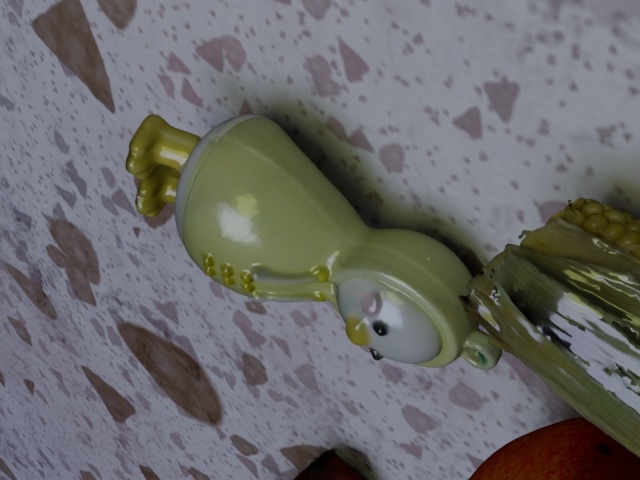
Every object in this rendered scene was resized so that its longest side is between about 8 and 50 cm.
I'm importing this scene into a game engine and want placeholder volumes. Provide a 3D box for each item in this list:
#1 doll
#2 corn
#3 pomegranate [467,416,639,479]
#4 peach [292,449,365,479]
[{"bbox_3d":[-0.007,0.008,0.692,0.296,0.117,0.141,36,147,22],"label":"doll"},{"bbox_3d":[0.216,0.091,0.501,0.305,0.123,0.122,36,119,21],"label":"corn"},{"bbox_3d":[0.162,0.217,0.595,0.210,0.235,0.210,20,121,38],"label":"pomegranate"},{"bbox_3d":[-0.009,0.328,0.994,0.154,0.159,0.267,41,145,4],"label":"peach"}]
